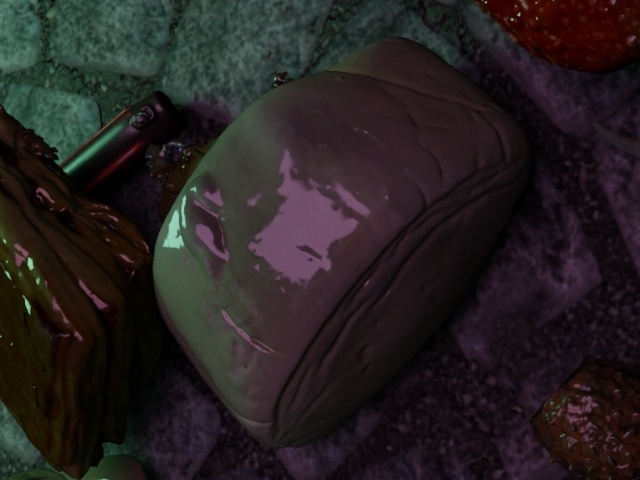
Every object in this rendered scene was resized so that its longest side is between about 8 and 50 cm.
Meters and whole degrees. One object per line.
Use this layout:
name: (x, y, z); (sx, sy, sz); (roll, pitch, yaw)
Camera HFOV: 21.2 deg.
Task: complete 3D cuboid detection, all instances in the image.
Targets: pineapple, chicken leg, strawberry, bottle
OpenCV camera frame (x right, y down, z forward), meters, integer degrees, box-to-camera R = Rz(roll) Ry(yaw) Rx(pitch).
pineapple: (0.277, 0.194, 1.477); (0.198, 0.108, 0.108); (45, 107, 13)
chicken leg: (-0.092, -0.079, 1.733); (0.196, 0.080, 0.125); (-31, 55, 24)
strawberry: (0.233, -0.269, 1.464); (0.257, 0.257, 0.277); (-40, 55, 21)
bottle: (-0.217, -0.096, 1.815); (0.164, 0.060, 0.060); (-37, 68, 21)

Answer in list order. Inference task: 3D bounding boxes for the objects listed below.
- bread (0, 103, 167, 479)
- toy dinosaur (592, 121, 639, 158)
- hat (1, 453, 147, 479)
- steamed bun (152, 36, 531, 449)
bread: (-0.272, 0.045, 1.746); (0.324, 0.167, 0.277); (52, 148, 30)
toy dinosaur: (0.336, -0.074, 1.506); (0.106, 0.044, 0.187); (-40, 53, 6)
hat: (-0.263, 0.298, 1.767); (0.173, 0.144, 0.166); (-35, 69, 47)
steamed bun: (0.000, -0.003, 1.576); (0.247, 0.236, 0.383); (45, 107, 25)
